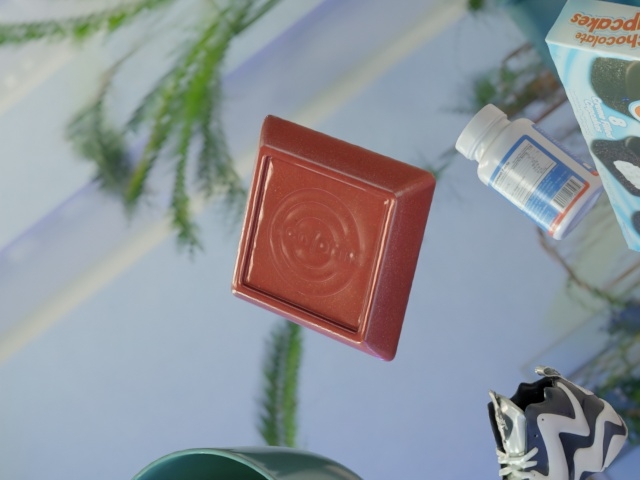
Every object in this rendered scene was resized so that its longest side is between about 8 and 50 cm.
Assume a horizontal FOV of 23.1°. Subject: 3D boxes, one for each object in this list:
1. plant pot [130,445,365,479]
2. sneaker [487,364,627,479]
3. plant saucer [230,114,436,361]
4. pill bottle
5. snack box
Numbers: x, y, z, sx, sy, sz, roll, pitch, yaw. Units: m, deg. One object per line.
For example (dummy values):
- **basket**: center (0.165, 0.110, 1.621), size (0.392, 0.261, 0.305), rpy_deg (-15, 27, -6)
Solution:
- **plant pot**: center (-0.049, 0.349, 1.651), size (0.293, 0.293, 0.235), rpy_deg (55, -154, 19)
- **sneaker**: center (0.207, 0.234, 1.649), size (0.153, 0.235, 0.094), rpy_deg (45, 169, -18)
- **plant saucer**: center (0.000, 0.000, 1.986), size (0.258, 0.259, 0.048), rpy_deg (22, -159, 26)
- **pill bottle**: center (0.325, -0.113, 2.443), size (0.221, 0.124, 0.124), rpy_deg (40, -178, 14)
- **snack box**: center (0.332, -0.080, 1.389), size (0.187, 0.060, 0.322), rpy_deg (16, 154, 34)
